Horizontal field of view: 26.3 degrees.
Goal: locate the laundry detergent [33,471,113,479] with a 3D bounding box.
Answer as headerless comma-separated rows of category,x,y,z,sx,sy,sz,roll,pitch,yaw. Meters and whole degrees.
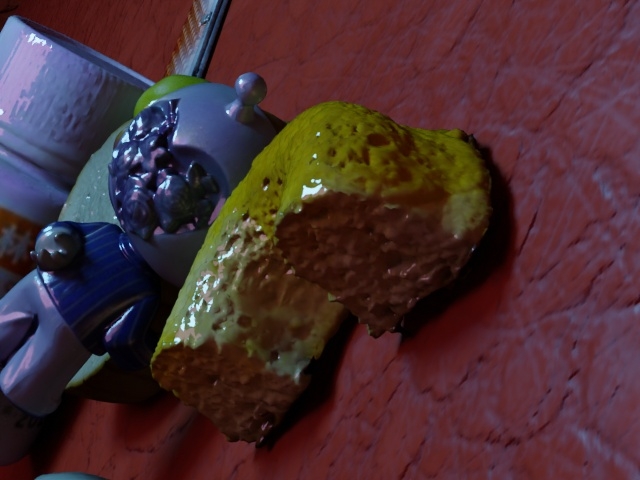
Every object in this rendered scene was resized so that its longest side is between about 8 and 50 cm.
laundry detergent,-0.228,0.284,0.931,0.290,0.143,0.094,-62,17,-5

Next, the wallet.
wallet,-0.131,-0.217,1.451,0.103,0.020,0.196,-28,40,57

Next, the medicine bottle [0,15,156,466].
medicine bottle,-0.291,0.001,1.306,0.388,0.219,0.219,-61,20,5

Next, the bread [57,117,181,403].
bread,-0.150,0.016,1.100,0.236,0.070,0.236,-34,47,47

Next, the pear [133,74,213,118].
pear,-0.114,-0.103,1.192,0.097,0.092,0.092,-3,53,19

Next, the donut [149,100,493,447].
donut,-0.001,-0.001,0.791,0.259,0.101,0.152,-48,20,46

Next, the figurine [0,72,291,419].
figurine,-0.126,-0.003,0.937,0.274,0.133,0.194,-21,63,20
